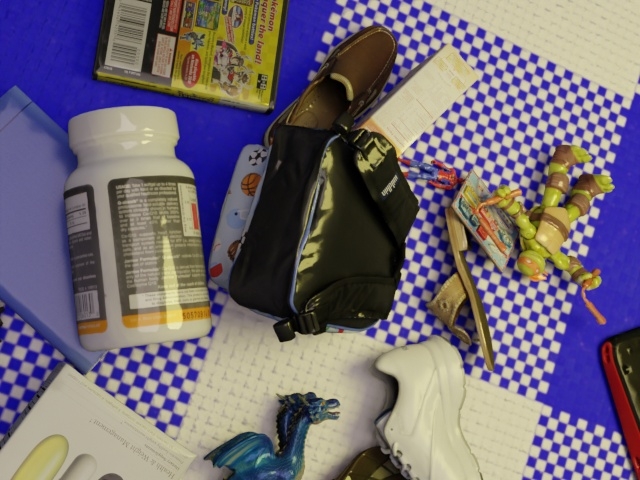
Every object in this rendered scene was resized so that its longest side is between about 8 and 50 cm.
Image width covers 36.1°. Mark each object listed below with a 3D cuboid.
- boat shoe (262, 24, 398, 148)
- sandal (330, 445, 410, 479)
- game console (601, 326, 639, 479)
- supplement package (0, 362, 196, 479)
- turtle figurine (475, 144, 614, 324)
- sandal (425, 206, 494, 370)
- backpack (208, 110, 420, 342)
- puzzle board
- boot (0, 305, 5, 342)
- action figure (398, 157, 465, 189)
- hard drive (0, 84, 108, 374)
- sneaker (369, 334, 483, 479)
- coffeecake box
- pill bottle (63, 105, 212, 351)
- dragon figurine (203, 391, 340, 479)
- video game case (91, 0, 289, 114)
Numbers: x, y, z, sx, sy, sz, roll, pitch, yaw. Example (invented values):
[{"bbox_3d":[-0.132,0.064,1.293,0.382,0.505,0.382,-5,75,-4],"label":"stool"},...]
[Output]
[{"bbox_3d":[0.029,-0.204,1.361,0.095,0.095,0.257,41,75,-9],"label":"boat shoe"},{"bbox_3d":[0.035,0.356,1.316,0.219,0.060,0.090,-43,102,-34],"label":"sandal"},{"bbox_3d":[0.642,0.264,1.522,0.386,0.060,0.342,-16,84,-18],"label":"game console"},{"bbox_3d":[-0.295,0.285,1.184,0.194,0.149,0.203,37,74,-10],"label":"supplement package"},{"bbox_3d":[0.348,-0.017,1.441,0.269,0.087,0.217,39,69,-13],"label":"turtle figurine"},{"bbox_3d":[0.187,0.074,1.403,0.079,0.088,0.240,-13,79,14],"label":"sandal"},{"bbox_3d":[0.000,0.000,1.258,0.263,0.213,0.276,27,80,-52],"label":"backpack"},{"bbox_3d":[0.241,-0.030,1.415,0.128,0.011,0.096,51,43,-17],"label":"puzzle board"},{"bbox_3d":[-0.452,0.118,1.210,0.121,0.045,0.099,2,86,-24],"label":"boot"},{"bbox_3d":[0.161,-0.097,1.426,0.115,0.030,0.038,13,76,-17],"label":"action figure"},{"bbox_3d":[-0.346,-0.013,1.257,0.318,0.040,0.210,44,74,-8],"label":"hard drive"},{"bbox_3d":[0.139,0.282,1.339,0.129,0.111,0.297,-6,77,-19],"label":"sneaker"},{"bbox_3d":[0.111,-0.172,1.357,0.185,0.142,0.068,-44,97,-16],"label":"coffeecake box"},{"bbox_3d":[-0.224,-0.012,1.186,0.162,0.162,0.278,-5,85,-17],"label":"pill bottle"},{"bbox_3d":[-0.097,0.297,1.275,0.289,0.085,0.144,-22,90,-18],"label":"dragon figurine"},{"bbox_3d":[-0.168,-0.329,1.348,0.248,0.035,0.275,10,81,-15],"label":"video game case"}]
